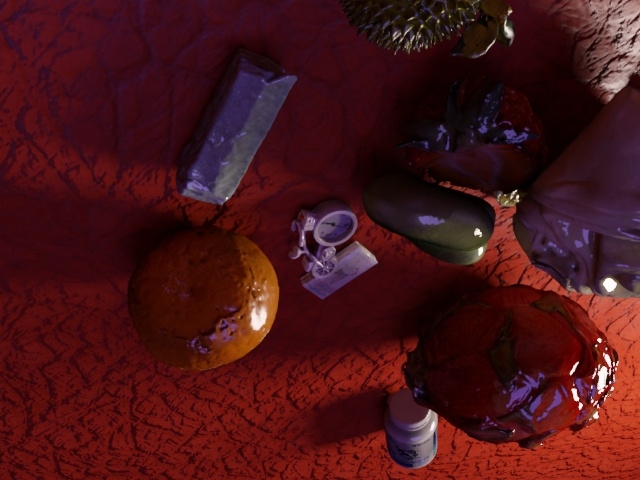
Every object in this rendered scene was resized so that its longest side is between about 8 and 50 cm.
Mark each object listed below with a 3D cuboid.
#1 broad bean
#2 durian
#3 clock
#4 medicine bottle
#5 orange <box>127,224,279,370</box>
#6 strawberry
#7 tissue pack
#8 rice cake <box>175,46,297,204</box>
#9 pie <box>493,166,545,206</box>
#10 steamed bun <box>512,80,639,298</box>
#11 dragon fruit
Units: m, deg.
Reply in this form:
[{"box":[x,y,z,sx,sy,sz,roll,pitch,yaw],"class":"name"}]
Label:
[{"box":[0.146,-0.035,0.949,0.100,0.169,0.228,-71,159,-2],"class":"broad bean"},{"box":[0.077,-0.249,0.634,0.159,0.198,0.146,-12,155,25],"class":"durian"},{"box":[0.000,0.000,1.007,0.087,0.041,0.129,-4,133,-23],"class":"clock"},{"box":[0.182,0.377,1.452,0.107,0.107,0.191,-16,140,-4],"class":"medicine bottle"},{"box":[-0.149,0.075,0.925,0.193,0.193,0.161,-18,153,-1],"class":"orange"},{"box":[0.211,-0.126,0.885,0.174,0.098,0.228,-6,163,40],"class":"strawberry"},{"box":[0.028,0.045,1.082,0.108,0.023,0.056,-36,137,18],"class":"tissue pack"},{"box":[-0.101,-0.124,0.810,0.069,0.063,0.206,14,129,-25],"class":"rice cake"},{"box":[0.292,-0.079,1.048,0.084,0.020,0.084,-11,139,-10],"class":"pie"},{"box":[0.388,-0.045,0.908,0.275,0.206,0.320,-45,163,16],"class":"steamed bun"},{"box":[0.316,0.204,1.192,0.343,0.277,0.277,3,136,-8],"class":"dragon fruit"}]
